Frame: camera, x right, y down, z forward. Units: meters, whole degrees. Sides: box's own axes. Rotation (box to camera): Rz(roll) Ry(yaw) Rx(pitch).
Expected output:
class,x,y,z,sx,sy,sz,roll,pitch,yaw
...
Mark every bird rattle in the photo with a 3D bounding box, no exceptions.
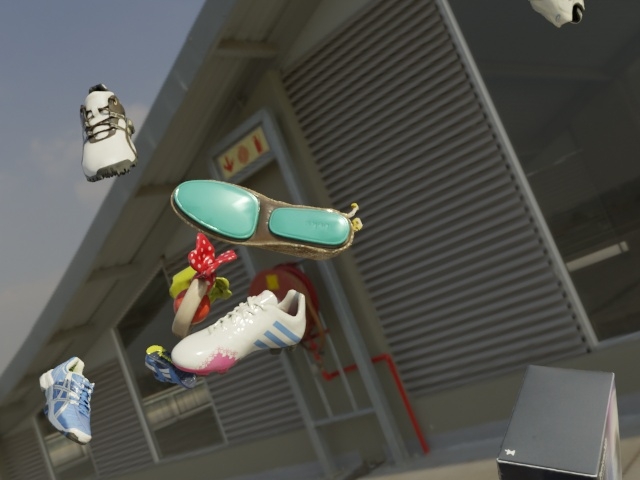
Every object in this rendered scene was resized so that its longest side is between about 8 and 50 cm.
class,x,y,z,sx,sy,sz,roll,pitch,yaw
bird rattle,-0.260,0.118,1.500,0.143,0.206,0.253,26,-23,-10

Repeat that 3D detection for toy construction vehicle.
class,x,y,z,sx,sy,sz,roll,pitch,yaw
toy construction vehicle,0.063,-0.030,1.617,0.098,0.085,0.035,-40,33,-25

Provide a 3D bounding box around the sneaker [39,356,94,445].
class,x,y,z,sx,sy,sz,roll,pitch,yaw
sneaker,-0.475,0.302,1.301,0.081,0.211,0.080,-41,-44,-5

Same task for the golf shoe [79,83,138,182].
class,x,y,z,sx,sy,sz,roll,pitch,yaw
golf shoe,-0.297,-0.148,0.921,0.077,0.093,0.198,-20,34,-7

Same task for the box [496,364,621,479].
class,x,y,z,sx,sy,sz,roll,pitch,yaw
box,0.476,0.450,1.324,0.183,0.293,0.296,-1,27,29

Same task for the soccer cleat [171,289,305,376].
class,x,y,z,sx,sy,sz,roll,pitch,yaw
soccer cleat,-0.161,0.174,1.398,0.116,0.143,0.331,24,21,38

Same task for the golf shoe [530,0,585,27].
class,x,y,z,sx,sy,sz,roll,pitch,yaw
golf shoe,0.316,-0.323,0.900,0.069,0.086,0.176,-28,8,42

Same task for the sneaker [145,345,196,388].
class,x,y,z,sx,sy,sz,roll,pitch,yaw
sneaker,-0.357,0.311,1.623,0.053,0.144,0.059,-32,-27,-60

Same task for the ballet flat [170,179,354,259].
class,x,y,z,sx,sy,sz,roll,pitch,yaw
ballet flat,-0.067,-0.015,0.770,0.206,0.073,0.067,16,-23,1
